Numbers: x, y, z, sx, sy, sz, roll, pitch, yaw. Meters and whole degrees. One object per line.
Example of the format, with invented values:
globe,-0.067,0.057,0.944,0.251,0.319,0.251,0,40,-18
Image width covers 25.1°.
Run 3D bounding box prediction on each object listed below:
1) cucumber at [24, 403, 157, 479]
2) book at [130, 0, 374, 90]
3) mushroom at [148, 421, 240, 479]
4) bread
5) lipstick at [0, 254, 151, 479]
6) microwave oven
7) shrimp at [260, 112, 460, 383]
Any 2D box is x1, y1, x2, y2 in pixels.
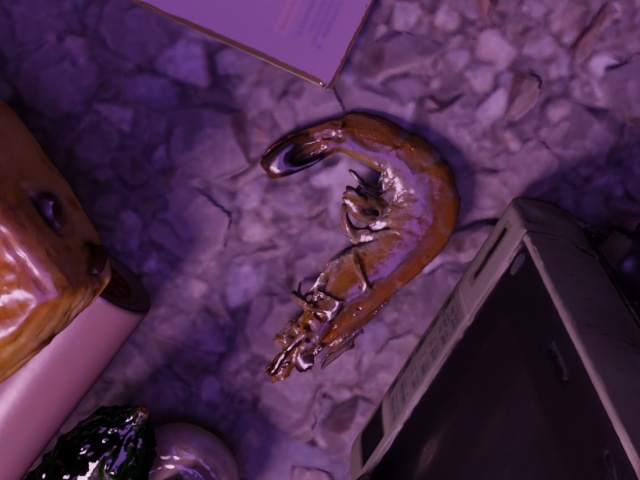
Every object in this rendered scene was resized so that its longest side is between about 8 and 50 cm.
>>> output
cucumber,-0.181,0.201,0.911,0.072,0.072,0.300,32,114,-12
book,-0.089,-0.242,0.803,0.310,0.021,0.217,24,108,-10
mushroom,-0.093,0.162,0.915,0.085,0.079,0.085,-1,110,-2
bread,-0.253,0.004,0.823,0.235,0.099,0.210,-37,91,17
lipstick,-0.206,0.117,0.900,0.070,0.070,0.254,35,105,-13
microwave oven,0.196,0.182,0.764,0.333,0.394,0.247,34,106,-13
shrimp,0.000,0.001,0.886,0.124,0.034,0.178,42,102,-12
